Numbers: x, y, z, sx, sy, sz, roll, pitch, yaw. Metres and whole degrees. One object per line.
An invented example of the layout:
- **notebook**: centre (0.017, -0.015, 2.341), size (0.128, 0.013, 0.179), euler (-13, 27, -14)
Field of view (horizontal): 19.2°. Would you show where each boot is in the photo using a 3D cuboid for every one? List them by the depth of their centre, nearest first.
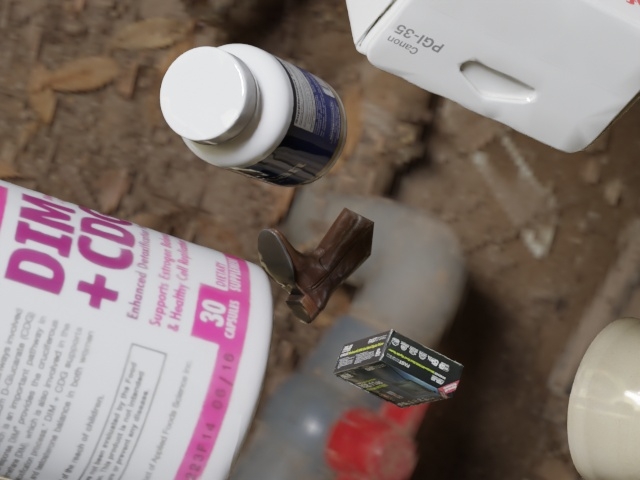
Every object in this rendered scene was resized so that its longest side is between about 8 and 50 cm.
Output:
- **boot**: centre (0.000, 0.000, 1.665), size (0.114, 0.037, 0.106), euler (-48, 131, -32)

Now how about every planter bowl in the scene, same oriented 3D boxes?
- **planter bowl**: centre (0.316, 0.159, 1.732), size (0.162, 0.109, 0.162), euler (-15, 110, -46)

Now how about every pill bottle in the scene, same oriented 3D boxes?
- **pill bottle**: centre (-0.182, 0.048, 1.041), size (0.283, 0.160, 0.160), euler (18, 90, -15)
- **pill bottle**: centre (-0.052, -0.096, 1.432), size (0.169, 0.094, 0.094), euler (16, 91, -66)

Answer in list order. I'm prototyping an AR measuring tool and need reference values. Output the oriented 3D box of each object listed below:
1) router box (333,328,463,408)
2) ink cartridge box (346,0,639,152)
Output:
- **router box**: centre (0.081, 0.137, 1.995), size (0.092, 0.122, 0.038), euler (28, 69, -17)
- **ink cartridge box**: centre (0.120, -0.223, 1.341), size (0.207, 0.283, 0.117), euler (21, 129, -28)
